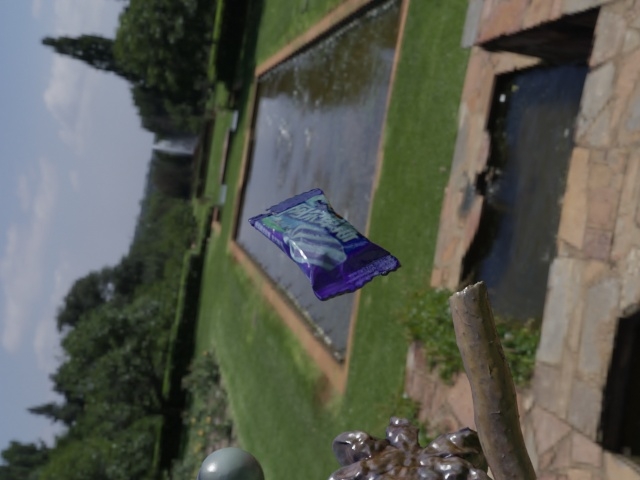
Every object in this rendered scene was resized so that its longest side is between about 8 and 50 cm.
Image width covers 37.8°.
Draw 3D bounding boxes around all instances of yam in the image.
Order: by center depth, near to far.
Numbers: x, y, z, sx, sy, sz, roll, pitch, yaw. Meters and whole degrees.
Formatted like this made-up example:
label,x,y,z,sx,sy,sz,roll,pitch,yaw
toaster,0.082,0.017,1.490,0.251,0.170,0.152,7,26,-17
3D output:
label,x,y,z,sx,sy,sz,roll,pitch,yaw
yam,0.189,0.165,1.025,0.057,0.057,0.241,131,128,-72

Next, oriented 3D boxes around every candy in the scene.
label,x,y,z,sx,sy,sz,roll,pitch,yaw
candy,0.000,0.000,1.518,0.275,0.145,0.070,46,152,45

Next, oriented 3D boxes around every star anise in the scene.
label,x,y,z,sx,sy,sz,roll,pitch,yaw
star anise,0.152,0.367,1.477,0.315,0.315,0.108,-105,-2,-65

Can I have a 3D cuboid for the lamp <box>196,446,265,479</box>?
label,x,y,z,sx,sy,sz,roll,pitch,yaw
lamp,-0.134,0.361,1.393,0.105,0.105,0.105,-172,90,-80
